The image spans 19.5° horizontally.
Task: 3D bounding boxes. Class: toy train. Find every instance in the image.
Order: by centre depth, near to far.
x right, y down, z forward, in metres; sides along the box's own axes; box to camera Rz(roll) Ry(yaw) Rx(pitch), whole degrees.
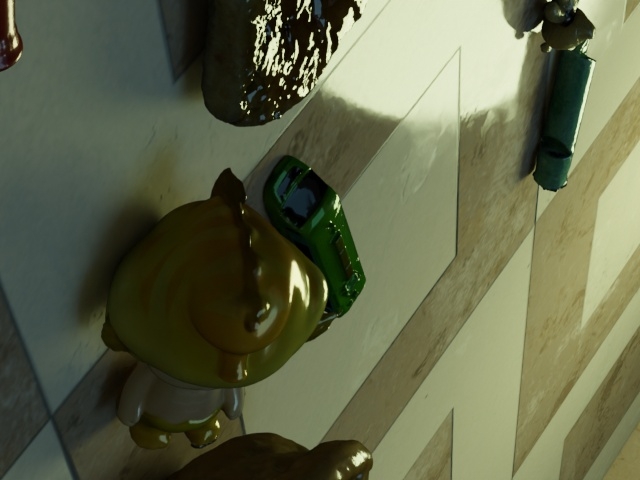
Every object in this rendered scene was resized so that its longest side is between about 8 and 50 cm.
[{"bbox_3d":[0.000,0.000,1.399,0.044,0.042,0.209,-57,161,-15],"label":"toy train"}]

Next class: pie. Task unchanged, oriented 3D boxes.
[{"bbox_3d":[-0.014,-0.164,1.136,0.195,0.046,0.195,-52,159,-29],"label":"pie"}]

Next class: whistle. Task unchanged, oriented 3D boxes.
[{"bbox_3d":[0.243,-0.126,1.845,0.039,0.039,0.186,-47,156,-36],"label":"whistle"}]

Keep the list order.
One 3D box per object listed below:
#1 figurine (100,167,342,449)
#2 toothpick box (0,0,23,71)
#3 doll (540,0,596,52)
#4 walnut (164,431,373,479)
[{"bbox_3d":[-0.073,0.057,1.199,0.156,0.131,0.246,-2,147,-22],"label":"figurine"},{"bbox_3d":[-0.155,-0.120,0.837,0.047,0.047,0.083,-42,153,-44],"label":"toothpick box"},{"bbox_3d":[0.216,-0.214,1.677,0.061,0.051,0.093,-46,127,-35],"label":"doll"},{"bbox_3d":[-0.035,0.259,1.395,0.257,0.224,0.257,-54,168,-18],"label":"walnut"}]
